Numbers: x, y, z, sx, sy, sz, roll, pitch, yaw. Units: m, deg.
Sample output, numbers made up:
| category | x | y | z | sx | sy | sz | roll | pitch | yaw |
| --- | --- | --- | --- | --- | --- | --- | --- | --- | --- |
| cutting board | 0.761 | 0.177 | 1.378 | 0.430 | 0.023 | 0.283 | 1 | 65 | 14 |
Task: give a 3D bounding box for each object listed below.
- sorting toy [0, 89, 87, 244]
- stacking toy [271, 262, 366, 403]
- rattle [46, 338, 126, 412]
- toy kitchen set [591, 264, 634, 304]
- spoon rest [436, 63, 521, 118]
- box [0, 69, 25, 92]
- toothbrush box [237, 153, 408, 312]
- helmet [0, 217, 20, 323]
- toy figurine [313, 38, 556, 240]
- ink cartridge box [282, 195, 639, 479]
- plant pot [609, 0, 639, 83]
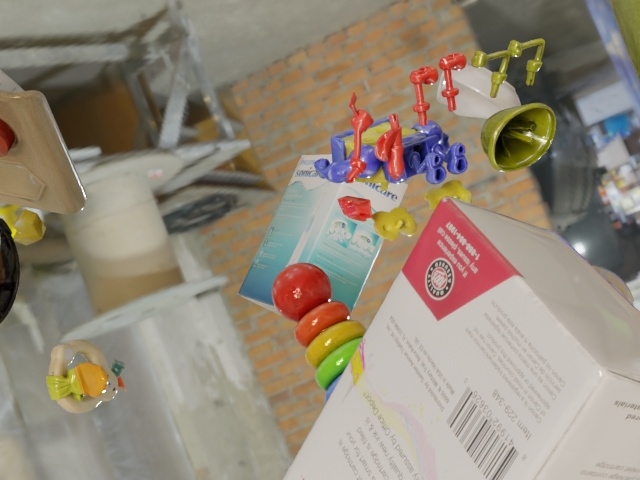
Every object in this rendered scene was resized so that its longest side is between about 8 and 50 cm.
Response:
| category | x | y | z | sx | sy | sz | roll | pitch | yaw |
| --- | --- | --- | --- | --- | --- | --- | --- | --- | --- |
| sorting toy | -0.407 | -0.077 | 1.143 | 0.229 | 0.041 | 0.307 | 6 | 146 | 9 |
| stacking toy | 0.033 | 0.172 | 1.336 | 0.141 | 0.330 | 0.141 | -29 | 156 | -15 |
| rattle | -0.357 | 0.229 | 1.615 | 0.143 | 0.130 | 0.200 | -26 | 150 | 24 |
| toy kitchen set | 0.210 | 0.130 | 0.860 | 0.166 | 0.207 | 0.122 | -8 | -176 | 20 |
| spoon rest | 0.241 | -0.236 | 1.512 | 0.084 | 0.137 | 0.276 | -57 | -167 | 12 |
| box | -0.458 | -0.162 | 1.291 | 0.126 | 0.072 | 0.137 | -49 | -178 | -10 |
| toothbrush box | 0.000 | 0.000 | 1.685 | 0.126 | 0.295 | 0.216 | 27 | 171 | -26 |
| helmet | -0.402 | 0.037 | 0.936 | 0.162 | 0.169 | 0.169 | -10 | 180 | 20 |
| toy figurine | 0.112 | -0.149 | 1.246 | 0.363 | 0.191 | 0.217 | -25 | -157 | -32 |
| ink cartridge box | 0.112 | 0.157 | 0.703 | 0.131 | 0.226 | 0.306 | 13 | 116 | -29 |
| plant pot | 0.329 | -0.248 | 0.732 | 0.275 | 0.293 | 0.275 | -30 | 176 | -2 |
